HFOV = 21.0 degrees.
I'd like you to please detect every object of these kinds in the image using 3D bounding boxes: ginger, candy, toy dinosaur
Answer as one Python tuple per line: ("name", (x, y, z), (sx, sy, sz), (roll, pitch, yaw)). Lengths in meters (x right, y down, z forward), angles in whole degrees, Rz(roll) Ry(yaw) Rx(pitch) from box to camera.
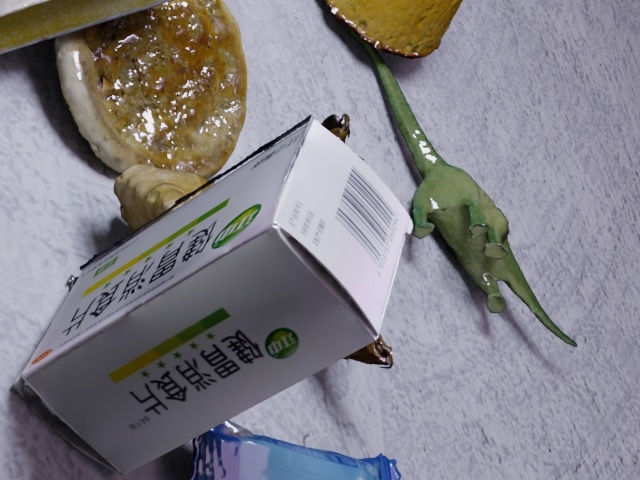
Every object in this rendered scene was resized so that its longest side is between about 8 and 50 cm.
("ginger", (-0.115, -0.005, 1.712), (0.216, 0.157, 0.102), (39, 73, -48))
("candy", (-0.013, 0.269, 1.706), (0.331, 0.077, 0.187), (20, 57, -43))
("toy dinosaur", (0.174, -0.058, 2.214), (0.447, 0.087, 0.301), (48, 16, -27))

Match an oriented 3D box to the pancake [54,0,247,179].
("pancake", (-0.177, -0.188, 1.804), (0.282, 0.049, 0.282), (10, 77, -47))

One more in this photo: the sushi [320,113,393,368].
("sushi", (0.000, 0.000, 1.858), (0.149, 0.140, 0.287), (31, 42, -46))

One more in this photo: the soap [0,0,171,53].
("soap", (-0.264, -0.333, 1.673), (0.281, 0.143, 0.259), (-23, 85, -27))

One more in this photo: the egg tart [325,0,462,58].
("egg tart", (0.101, -0.353, 2.231), (0.215, 0.171, 0.215), (24, 40, -22))

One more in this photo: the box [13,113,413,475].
("box", (-0.096, 0.055, 1.528), (0.145, 0.333, 0.173), (48, 32, -18))
